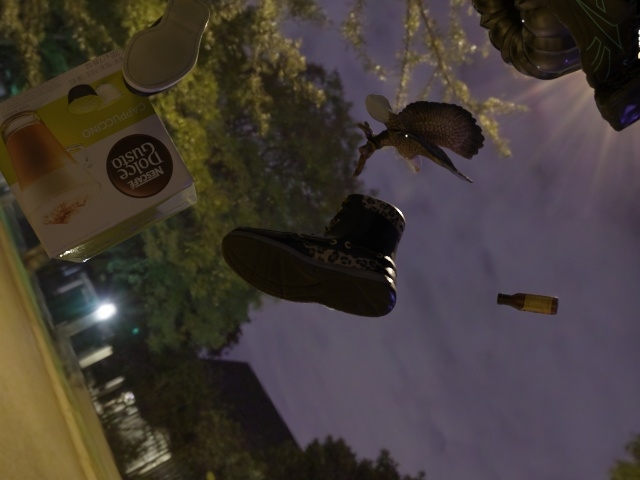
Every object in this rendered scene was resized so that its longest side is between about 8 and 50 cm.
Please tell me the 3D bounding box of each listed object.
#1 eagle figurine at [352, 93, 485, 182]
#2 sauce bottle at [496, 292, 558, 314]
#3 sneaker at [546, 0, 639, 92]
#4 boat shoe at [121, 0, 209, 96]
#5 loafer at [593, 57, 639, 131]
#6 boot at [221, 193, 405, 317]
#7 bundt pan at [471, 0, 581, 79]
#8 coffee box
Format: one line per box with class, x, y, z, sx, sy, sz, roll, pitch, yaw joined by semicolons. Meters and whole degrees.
eagle figurine;0.253;-0.254;1.757;0.225;0.298;0.227;15;78;-62
sauce bottle;0.455;0.136;1.509;0.128;0.042;0.042;7;-50;27
sneaker;0.436;-0.311;1.028;0.106;0.101;0.267;-19;-63;46
boat shoe;-0.320;-0.374;1.384;0.113;0.127;0.340;-48;-155;42
loafer;0.503;-0.245;0.989;0.078;0.223;0.076;48;12;-28
boot;0.001;0.002;0.937;0.236;0.179;0.085;17;-50;4
bundt pan;0.368;-0.432;1.226;0.331;0.124;0.331;62;0;-1
coffee box;-0.506;-0.171;1.566;0.335;0.337;0.338;61;-10;-1
